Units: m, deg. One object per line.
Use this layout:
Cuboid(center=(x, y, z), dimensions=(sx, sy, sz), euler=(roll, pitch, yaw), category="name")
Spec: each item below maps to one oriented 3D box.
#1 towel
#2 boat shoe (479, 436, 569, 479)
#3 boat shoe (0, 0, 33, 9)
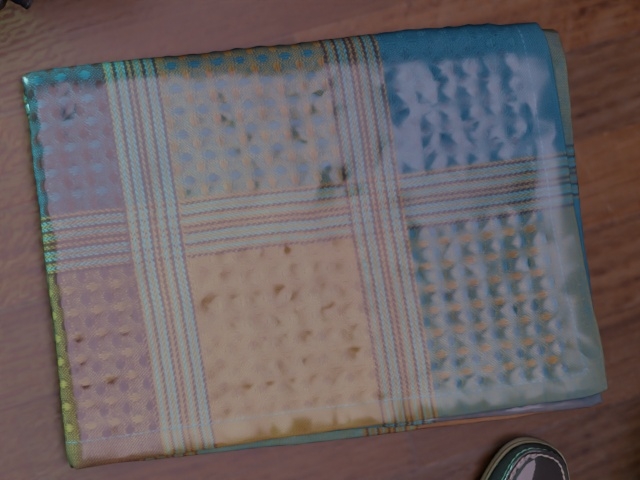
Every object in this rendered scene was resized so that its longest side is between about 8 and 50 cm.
Cuboid(center=(0.000, 0.000, 1.153), dimensions=(0.370, 0.040, 0.271), euler=(-7, 90, -11), category="towel")
Cuboid(center=(0.132, 0.247, 1.162), dimensions=(0.080, 0.073, 0.224), euler=(17, 86, -13), category="boat shoe")
Cuboid(center=(-0.172, -0.170, 0.974), dimensions=(0.228, 0.080, 0.076), euler=(-19, 95, -20), category="boat shoe")
